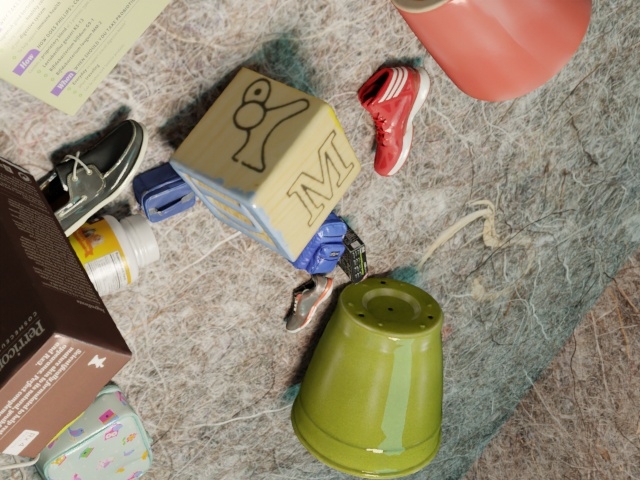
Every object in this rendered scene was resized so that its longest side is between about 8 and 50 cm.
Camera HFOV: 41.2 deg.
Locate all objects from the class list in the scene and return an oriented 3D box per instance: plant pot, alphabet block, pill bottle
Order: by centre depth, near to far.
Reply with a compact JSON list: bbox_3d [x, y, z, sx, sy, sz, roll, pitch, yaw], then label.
[{"bbox_3d":[-0.369,0.034,1.340,0.215,0.117,0.117,-25,143,-23],"label":"pill bottle"},{"bbox_3d":[-0.082,-0.119,1.341,0.197,0.192,0.193,-53,150,-13],"label":"alphabet block"},{"bbox_3d":[0.252,-0.393,1.356,0.243,0.275,0.275,26,110,-43],"label":"plant pot"},{"bbox_3d":[0.136,0.289,1.970,0.367,0.366,0.352,-13,126,-35],"label":"plant pot"}]

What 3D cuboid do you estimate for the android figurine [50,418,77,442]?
[{"bbox_3d":[-0.478,0.210,1.384,0.273,0.056,0.248,-42,117,-33],"label":"android figurine"}]

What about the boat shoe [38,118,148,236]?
[{"bbox_3d":[-0.347,-0.092,1.249,0.233,0.084,0.079,-42,147,8],"label":"boat shoe"}]

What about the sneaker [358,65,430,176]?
[{"bbox_3d":[0.109,-0.222,1.571,0.128,0.087,0.221,-1,119,-33],"label":"sneaker"}]

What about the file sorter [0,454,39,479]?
[{"bbox_3d":[-0.628,0.405,1.451,0.173,0.193,0.277,4,126,-50],"label":"file sorter"}]

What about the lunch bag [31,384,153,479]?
[{"bbox_3d":[-0.453,0.420,1.709,0.224,0.108,0.279,-32,150,-24],"label":"lunch bag"}]

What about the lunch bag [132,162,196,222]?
[{"bbox_3d":[-0.254,-0.074,1.378,0.098,0.065,0.067,-27,144,-20],"label":"lunch bag"}]

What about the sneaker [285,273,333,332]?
[{"bbox_3d":[-0.039,0.130,1.852,0.065,0.061,0.158,27,110,-26],"label":"sneaker"}]

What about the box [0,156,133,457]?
[{"bbox_3d":[-0.416,0.067,1.093,0.191,0.381,0.143,-46,146,8],"label":"box"}]

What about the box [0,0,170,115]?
[{"bbox_3d":[-0.332,-0.300,0.994,0.213,0.117,0.243,-47,147,10],"label":"box"}]

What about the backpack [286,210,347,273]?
[{"bbox_3d":[0.000,0.000,1.686,0.098,0.101,0.120,-7,131,-49],"label":"backpack"}]

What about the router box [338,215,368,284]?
[{"bbox_3d":[0.056,0.021,1.771,0.038,0.092,0.122,-31,146,-15],"label":"router box"}]
